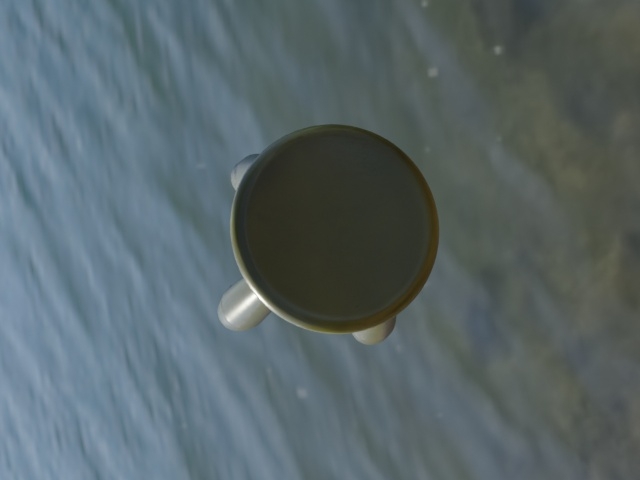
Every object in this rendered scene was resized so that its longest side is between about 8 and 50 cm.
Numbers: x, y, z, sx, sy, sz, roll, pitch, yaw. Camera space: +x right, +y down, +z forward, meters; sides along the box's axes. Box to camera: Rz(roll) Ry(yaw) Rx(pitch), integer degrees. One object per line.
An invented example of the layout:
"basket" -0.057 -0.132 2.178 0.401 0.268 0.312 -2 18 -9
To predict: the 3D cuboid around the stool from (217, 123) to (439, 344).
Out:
"stool" 0.000 0.000 0.763 0.134 0.135 0.110 50 169 2
